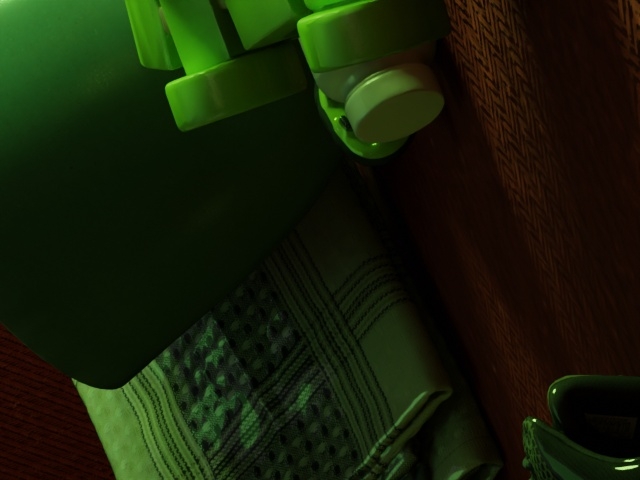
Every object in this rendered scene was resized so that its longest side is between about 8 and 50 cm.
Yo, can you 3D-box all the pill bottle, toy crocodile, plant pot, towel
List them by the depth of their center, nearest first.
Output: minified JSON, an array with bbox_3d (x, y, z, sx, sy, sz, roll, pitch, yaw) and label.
[{"bbox_3d":[-0.005,-0.130,0.890,0.340,0.105,0.115,-14,97,59],"label":"toy crocodile"},{"bbox_3d":[0.020,-0.113,1.016,0.067,0.067,0.120,89,161,-66],"label":"pill bottle"},{"bbox_3d":[-0.117,-0.091,1.231,0.293,0.235,0.293,53,-170,-14],"label":"plant pot"},{"bbox_3d":[-0.045,0.109,1.329,0.056,0.312,0.324,13,-139,-45],"label":"towel"}]

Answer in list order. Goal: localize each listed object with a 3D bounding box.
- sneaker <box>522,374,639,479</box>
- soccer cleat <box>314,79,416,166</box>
[{"bbox_3d":[0.109,0.124,0.784,0.227,0.087,0.130,145,115,-63],"label":"sneaker"},{"bbox_3d":[0.023,-0.098,1.103,0.072,0.060,0.179,66,-175,-47],"label":"soccer cleat"}]
